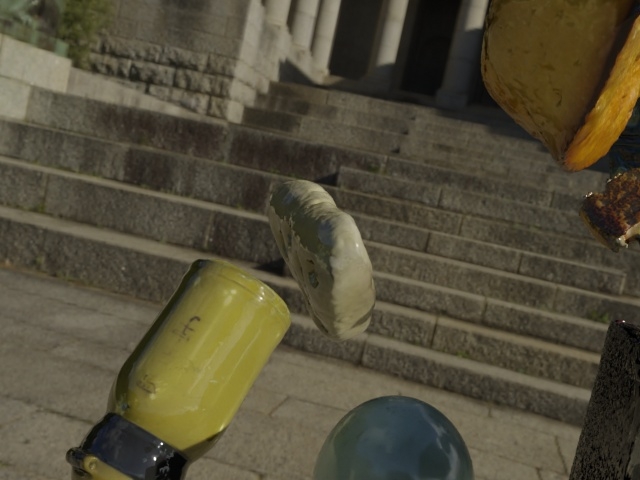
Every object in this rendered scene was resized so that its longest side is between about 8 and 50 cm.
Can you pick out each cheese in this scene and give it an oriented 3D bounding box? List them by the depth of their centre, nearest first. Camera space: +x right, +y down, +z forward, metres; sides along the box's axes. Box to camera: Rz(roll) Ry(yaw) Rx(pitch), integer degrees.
[{"bbox_3d":[0.000,0.000,1.338,0.129,0.351,0.328,-20,-16,-10],"label":"cheese"}]

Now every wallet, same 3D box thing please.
[{"bbox_3d":[0.316,0.199,0.716,0.071,0.221,0.262,18,3,10],"label":"wallet"}]

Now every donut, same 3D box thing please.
[{"bbox_3d":[0.233,-0.205,0.546,0.110,0.303,0.303,34,13,23],"label":"donut"}]

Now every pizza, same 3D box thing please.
[{"bbox_3d":[0.547,-0.061,1.188,0.147,0.226,0.069,41,-17,55],"label":"pizza"}]

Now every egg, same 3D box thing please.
[{"bbox_3d":[0.100,0.376,1.010,0.229,0.371,0.230,2,40,-1],"label":"egg"}]

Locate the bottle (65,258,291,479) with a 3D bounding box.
[{"bbox_3d":[-0.194,0.208,0.950,0.171,0.351,0.171,25,-26,13],"label":"bottle"}]

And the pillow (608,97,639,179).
[{"bbox_3d":[0.655,-0.177,1.364,0.188,0.256,0.034,0,13,31],"label":"pillow"}]
